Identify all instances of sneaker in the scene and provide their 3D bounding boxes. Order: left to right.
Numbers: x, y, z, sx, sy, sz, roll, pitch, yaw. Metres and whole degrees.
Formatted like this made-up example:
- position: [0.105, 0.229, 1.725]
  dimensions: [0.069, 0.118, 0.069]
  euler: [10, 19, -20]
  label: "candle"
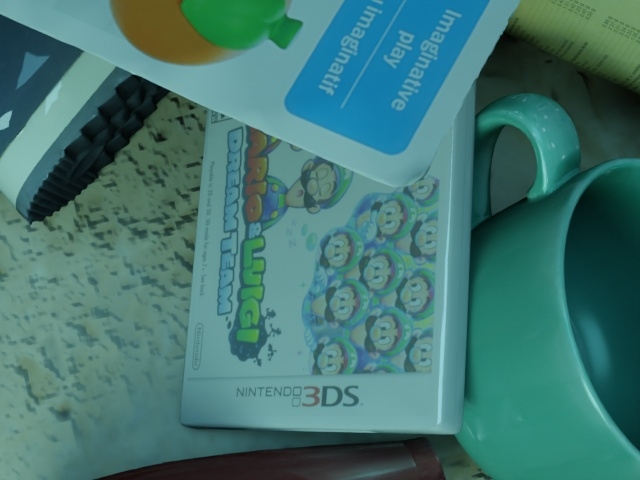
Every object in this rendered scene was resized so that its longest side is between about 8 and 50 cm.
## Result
- position: [-0.078, -0.169, 0.522]
  dimensions: [0.131, 0.112, 0.319]
  euler: [35, 78, 1]
  label: "sneaker"

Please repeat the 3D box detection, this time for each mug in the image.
- position: [0.107, 0.031, 0.487]
  dimensions: [0.129, 0.097, 0.158]
  euler: [12, 65, -33]
  label: "mug"

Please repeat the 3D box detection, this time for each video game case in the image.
- position: [0.000, 0.000, 0.491]
  dimensions: [0.143, 0.019, 0.157]
  euler: [-7, 74, 42]
  label: "video game case"

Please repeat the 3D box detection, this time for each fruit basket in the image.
- position: [-0.052, -0.219, 0.406]
  dimensions: [0.353, 0.165, 0.327]
  euler: [24, 70, 22]
  label: "fruit basket"

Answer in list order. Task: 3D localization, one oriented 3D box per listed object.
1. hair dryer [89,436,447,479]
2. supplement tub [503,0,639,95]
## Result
- position: [-0.049, 0.195, 0.482]
  dimensions: [0.223, 0.080, 0.294]
  euler: [37, 84, -12]
  label: "hair dryer"
- position: [0.125, -0.149, 0.511]
  dimensions: [0.199, 0.144, 0.144]
  euler: [26, 78, 2]
  label: "supplement tub"
